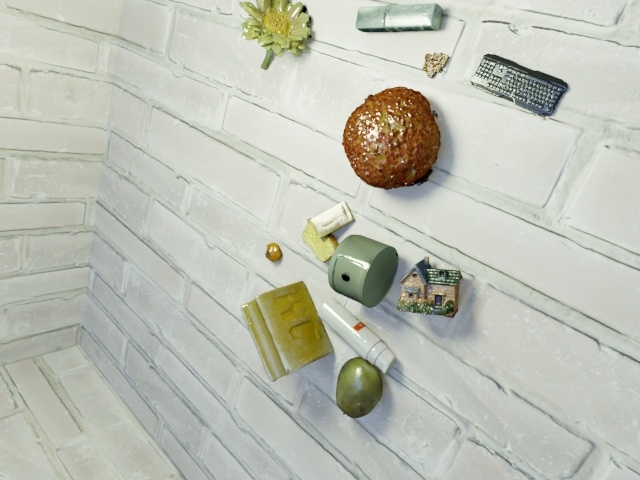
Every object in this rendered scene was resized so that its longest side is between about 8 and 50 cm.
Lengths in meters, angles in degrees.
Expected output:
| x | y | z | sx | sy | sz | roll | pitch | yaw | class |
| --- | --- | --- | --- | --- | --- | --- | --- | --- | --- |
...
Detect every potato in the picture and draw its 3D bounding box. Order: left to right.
| x | y | z | sx | sy | sz | roll | pitch | yaw | class |
| --- | --- | --- | --- | --- | --- | --- | --- | --- | --- |
| 0.139 | 0.565 | 1.632 | 0.174 | 0.159 | 0.251 | 47 | 121 | 56 | potato |

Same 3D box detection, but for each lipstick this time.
| x | y | z | sx | sy | sz | roll | pitch | yaw | class |
| --- | --- | --- | --- | --- | --- | --- | --- | --- | --- |
| 0.255 | -0.729 | 1.418 | 0.289 | 0.077 | 0.076 | 16 | 105 | 35 | lipstick |

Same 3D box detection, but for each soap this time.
| x | y | z | sx | sy | sz | roll | pitch | yaw | class |
| --- | --- | --- | --- | --- | --- | --- | --- | --- | --- |
| -0.133 | 0.351 | 1.726 | 0.156 | 0.293 | 0.335 | -32 | 75 | 33 | soap |

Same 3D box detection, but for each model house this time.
| x | y | z | sx | sy | sz | roll | pitch | yaw | class |
| --- | --- | --- | --- | --- | --- | --- | --- | --- | --- |
| 0.358 | 0.144 | 1.404 | 0.183 | 0.166 | 0.172 | 7 | 97 | 26 | model house |

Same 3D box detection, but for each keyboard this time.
| x | y | z | sx | sy | sz | roll | pitch | yaw | class |
| --- | --- | --- | --- | --- | --- | --- | --- | --- | --- |
| 0.566 | -0.453 | 1.250 | 0.262 | 0.016 | 0.106 | 38 | 117 | 28 | keyboard |

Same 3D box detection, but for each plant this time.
| x | y | z | sx | sy | sz | roll | pitch | yaw | class |
| --- | --- | --- | --- | --- | --- | --- | --- | --- | --- |
| -0.155 | -0.811 | 1.694 | 0.261 | 0.297 | 0.306 | 2 | 53 | 15 | plant |

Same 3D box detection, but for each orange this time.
| x | y | z | sx | sy | sz | roll | pitch | yaw | class |
| --- | --- | --- | --- | --- | --- | --- | --- | --- | --- |
| -0.209 | 0.053 | 1.892 | 0.086 | 0.062 | 0.086 | 6 | 100 | 35 | orange |

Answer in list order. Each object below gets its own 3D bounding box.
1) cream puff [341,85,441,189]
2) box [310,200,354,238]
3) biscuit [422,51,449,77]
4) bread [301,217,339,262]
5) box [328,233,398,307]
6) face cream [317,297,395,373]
| x | y | z | sx | sy | sz | roll | pitch | yaw | class |
| --- | --- | --- | --- | --- | --- | --- | --- | --- | --- |
| 0.216 | -0.330 | 1.409 | 0.350 | 0.228 | 0.350 | 3 | 95 | 37 | cream puff |
| 0.045 | -0.079 | 1.664 | 0.156 | 0.022 | 0.089 | -30 | 77 | 11 | box |
| 0.370 | -0.572 | 1.387 | 0.092 | 0.016 | 0.082 | -15 | 81 | 37 | biscuit |
| 0.000 | 0.000 | 1.720 | 0.187 | 0.065 | 0.103 | 47 | 120 | 19 | bread |
| 0.151 | 0.104 | 1.512 | 0.149 | 0.226 | 0.226 | 21 | 108 | 34 | box |
| 0.139 | 0.357 | 1.634 | 0.345 | 0.102 | 0.102 | 38 | 117 | 27 | face cream |
